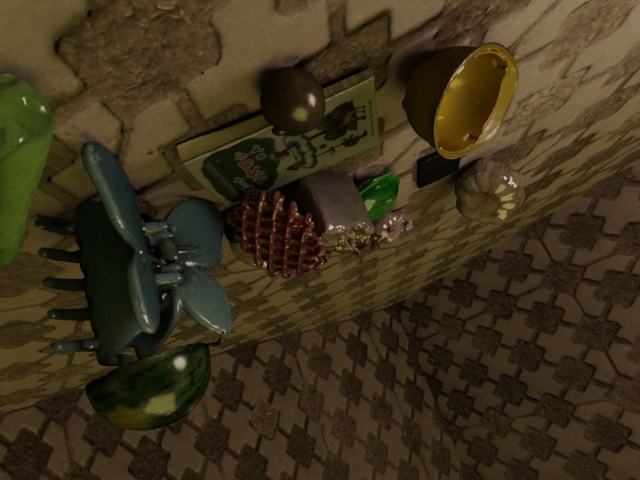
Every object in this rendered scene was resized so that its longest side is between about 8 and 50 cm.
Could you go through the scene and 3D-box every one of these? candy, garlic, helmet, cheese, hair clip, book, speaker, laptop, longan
[{"bbox_3d":[-0.455,-0.074,0.615,0.132,0.142,0.344,-22,167,-44],"label":"candy"},{"bbox_3d":[0.535,-0.176,1.410,0.219,0.219,0.212,-40,-169,43],"label":"garlic"},{"bbox_3d":[0.236,-0.270,0.828,0.257,0.140,0.205,-16,131,-44],"label":"helmet"},{"bbox_3d":[0.123,-0.086,1.264,0.204,0.083,0.320,-25,160,-26],"label":"cheese"},{"bbox_3d":[0.018,-0.066,1.083,0.185,0.195,0.137,1,147,-39],"label":"candy"},{"bbox_3d":[-0.351,0.059,0.836,0.239,0.318,0.392,-23,163,12],"label":"hair clip"},{"bbox_3d":[-0.060,-0.183,0.889,0.371,0.043,0.260,-23,163,3],"label":"book"},{"bbox_3d":[-0.193,-0.045,1.077,0.095,0.075,0.060,-35,159,11],"label":"speaker"},{"bbox_3d":[0.341,-0.214,1.287,0.135,0.016,0.197,-24,163,4],"label":"laptop"},{"bbox_3d":[-0.045,-0.216,0.719,0.106,0.106,0.119,-9,141,-32],"label":"longan"}]

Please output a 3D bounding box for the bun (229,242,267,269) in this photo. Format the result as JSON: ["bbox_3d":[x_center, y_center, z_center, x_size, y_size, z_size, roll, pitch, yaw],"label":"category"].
[{"bbox_3d":[-0.134,0.009,1.205,0.223,0.127,0.222,-17,163,-6],"label":"bun"}]

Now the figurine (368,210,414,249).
[{"bbox_3d":[0.226,-0.048,1.480,0.137,0.111,0.229,-31,172,36],"label":"figurine"}]

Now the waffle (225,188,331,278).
[{"bbox_3d":[-0.100,-0.009,0.986,0.221,0.234,0.055,-16,-153,38],"label":"waffle"}]

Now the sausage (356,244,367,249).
[{"bbox_3d":[0.099,-0.011,1.467,0.179,0.089,0.089,2,150,-48],"label":"sausage"}]

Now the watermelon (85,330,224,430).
[{"bbox_3d":[-0.285,0.266,0.806,0.232,0.127,0.204,-14,159,-29],"label":"watermelon"}]
